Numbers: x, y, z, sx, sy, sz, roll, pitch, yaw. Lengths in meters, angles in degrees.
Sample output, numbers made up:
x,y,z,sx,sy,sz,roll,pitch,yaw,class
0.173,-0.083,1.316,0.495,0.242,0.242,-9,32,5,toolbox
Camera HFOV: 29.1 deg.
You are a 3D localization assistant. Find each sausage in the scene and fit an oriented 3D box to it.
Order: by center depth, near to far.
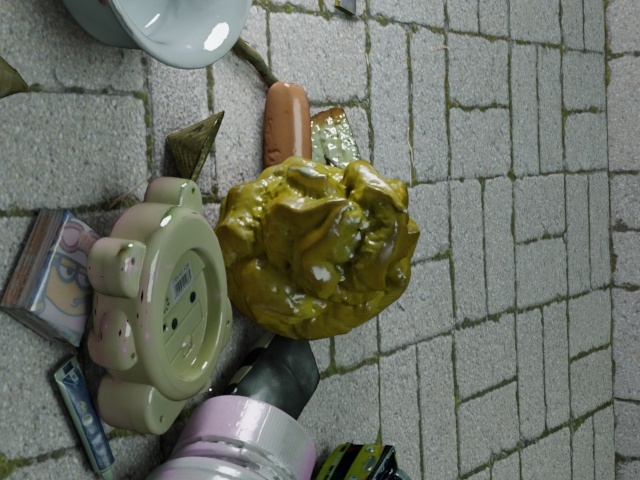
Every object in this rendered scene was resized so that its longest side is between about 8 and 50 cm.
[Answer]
x,y,z,sx,sy,sz,roll,pitch,yaw,class
-0.056,-0.126,2.104,0.086,0.086,0.289,-3,92,-57,sausage

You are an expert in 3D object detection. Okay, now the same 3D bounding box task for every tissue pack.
x,y,z,sx,sy,sz,roll,pitch,yaw,class
-0.353,0.050,1.664,0.115,0.065,0.155,48,51,-50,tissue pack

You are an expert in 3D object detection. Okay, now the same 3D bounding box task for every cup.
x,y,z,sx,sy,sz,roll,pitch,yaw,class
-0.254,-0.408,1.725,0.347,0.163,0.347,-1,91,-56,cup

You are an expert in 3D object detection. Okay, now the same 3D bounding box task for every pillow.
x,y,z,sx,sy,sz,roll,pitch,yaw,class
-0.082,0.250,2.045,0.250,0.106,0.186,-55,141,-38,pillow

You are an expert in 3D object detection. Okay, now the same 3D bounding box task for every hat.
x,y,z,sx,sy,sz,roll,pitch,yaw,class
-0.207,-0.147,1.900,0.146,0.067,0.146,-157,-90,-88,hat

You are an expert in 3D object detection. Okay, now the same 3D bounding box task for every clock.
x,y,z,sx,sy,sz,roll,pitch,yaw,class
-0.229,0.088,1.752,0.284,0.114,0.310,-54,145,-49,clock

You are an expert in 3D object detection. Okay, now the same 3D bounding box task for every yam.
x,y,z,sx,sy,sz,roll,pitch,yaw,class
-0.124,-0.315,2.053,0.027,0.029,0.234,-43,141,6,yam

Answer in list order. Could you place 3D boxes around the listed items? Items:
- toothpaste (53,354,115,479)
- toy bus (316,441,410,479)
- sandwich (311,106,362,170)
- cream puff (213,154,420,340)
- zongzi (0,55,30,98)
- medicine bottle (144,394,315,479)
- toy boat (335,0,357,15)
x,y,z,sx,sy,sz,roll,pitch,yaw,class
-0.329,0.257,1.731,0.057,0.034,0.197,-50,128,-56,toothpaste
0.085,0.500,2.262,0.128,0.150,0.262,-51,136,-45,toy bus
0.045,-0.063,2.168,0.254,0.099,0.289,-81,156,-64,sandwich
-0.002,0.000,1.935,0.324,0.257,0.291,16,75,-11,cream puff
-0.442,-0.157,1.527,0.178,0.081,0.189,49,56,-58,zongzi
-0.149,0.414,1.806,0.256,0.256,0.325,63,34,-35,medicine bottle
0.051,-0.488,2.328,0.063,0.016,0.115,16,77,-56,toy boat
